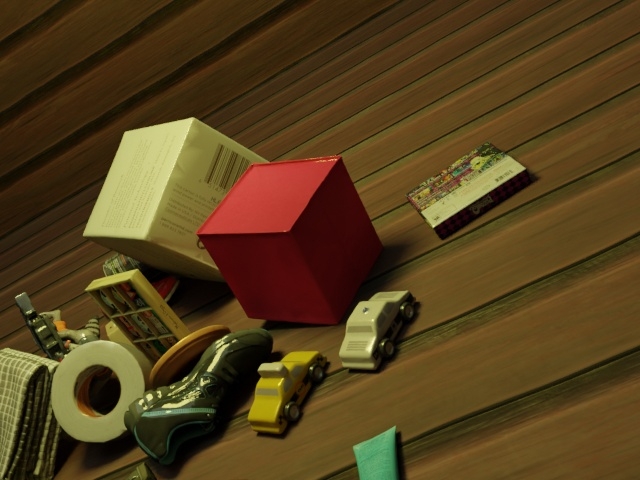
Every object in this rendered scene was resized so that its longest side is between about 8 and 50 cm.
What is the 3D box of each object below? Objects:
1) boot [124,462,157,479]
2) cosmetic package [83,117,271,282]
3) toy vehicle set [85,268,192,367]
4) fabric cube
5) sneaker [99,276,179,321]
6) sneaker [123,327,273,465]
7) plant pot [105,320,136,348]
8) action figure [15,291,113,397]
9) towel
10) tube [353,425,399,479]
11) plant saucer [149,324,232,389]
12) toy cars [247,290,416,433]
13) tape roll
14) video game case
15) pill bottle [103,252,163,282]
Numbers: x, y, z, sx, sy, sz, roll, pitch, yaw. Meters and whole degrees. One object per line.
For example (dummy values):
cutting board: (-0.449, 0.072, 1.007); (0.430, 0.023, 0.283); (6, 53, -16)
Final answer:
boot: (-0.390, 0.517, 1.402); (0.208, 0.076, 0.190); (-33, 10, -13)
cosmetic package: (-0.359, -0.094, 2.024); (0.394, 0.329, 0.327); (2, 69, 53)
toy vehicle set: (-0.404, 0.187, 1.769); (0.166, 0.267, 0.035); (-15, 31, 38)
fabric cube: (-0.059, -0.002, 1.649); (0.254, 0.258, 0.259); (-1, 40, 36)
sneaker: (-0.522, 0.155, 2.140); (0.279, 0.118, 0.107); (-22, 29, 25)
sneaker: (-0.221, 0.314, 1.542); (0.341, 0.125, 0.140); (-37, 53, -12)
plant pot: (-0.497, 0.244, 1.981); (0.109, 0.096, 0.109); (-38, 25, -6)
action figure: (-0.606, 0.240, 1.875); (0.179, 0.341, 0.330); (-30, 21, -22)
towel: (-0.709, 0.397, 1.732); (0.235, 0.121, 0.283); (5, 84, 33)
tube: (0.088, 0.356, 1.139); (0.080, 0.052, 0.207); (-25, 21, 9)
plant saucer: (-0.266, 0.259, 1.616); (0.200, 0.200, 0.037); (-38, 66, -7)
toy cars: (0.012, 0.208, 1.436); (0.394, 0.087, 0.176); (-34, 26, 0)
tape roll: (-0.473, 0.329, 1.667); (0.219, 0.219, 0.072); (-34, -15, 3)
video game case: (0.320, -0.116, 1.683); (0.232, 0.042, 0.210); (-33, 25, 3)
pill bottle: (-0.520, 0.054, 2.302); (0.246, 0.130, 0.130); (-33, 25, 4)
